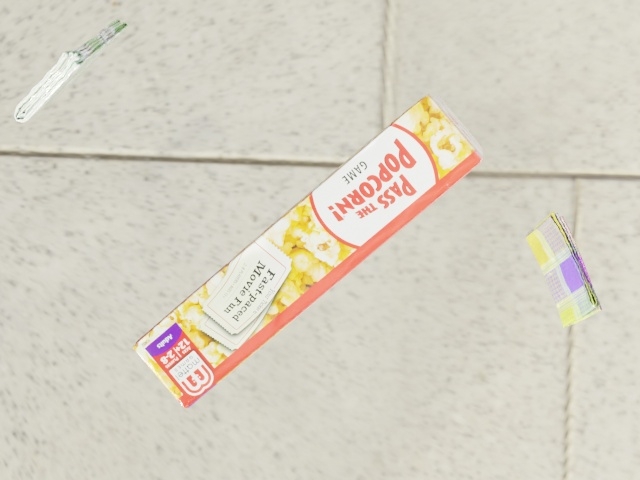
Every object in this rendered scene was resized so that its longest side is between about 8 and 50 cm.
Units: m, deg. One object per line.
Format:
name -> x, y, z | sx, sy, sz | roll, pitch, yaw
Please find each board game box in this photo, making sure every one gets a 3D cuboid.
board game box -> 0.000, 0.000, 0.783 | 0.193, 0.147, 0.045 | -41, 90, 9

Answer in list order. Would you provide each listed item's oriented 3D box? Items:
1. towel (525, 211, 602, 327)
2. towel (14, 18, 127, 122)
towel -> 0.186, 0.023, 1.135 | 0.009, 0.060, 0.083 | -18, 80, -22
towel -> -0.282, -0.194, 1.654 | 0.113, 0.152, 0.023 | -40, 99, 26
